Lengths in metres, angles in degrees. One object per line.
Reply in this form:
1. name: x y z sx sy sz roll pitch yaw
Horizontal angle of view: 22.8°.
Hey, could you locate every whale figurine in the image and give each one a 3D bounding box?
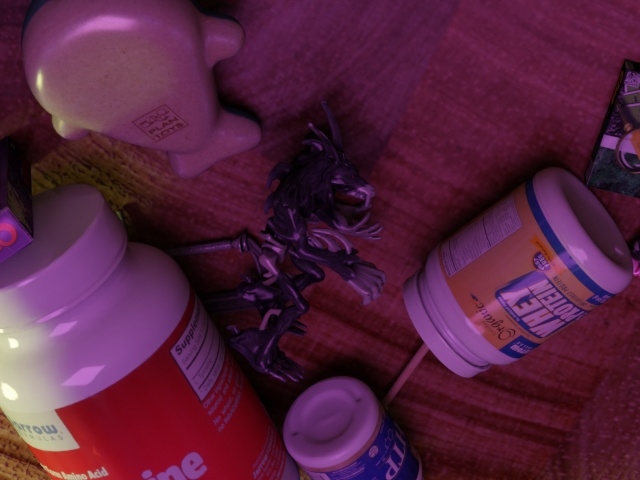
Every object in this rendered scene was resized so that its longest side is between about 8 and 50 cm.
1. whale figurine: -0.167 -0.170 1.528 0.216 0.141 0.272 -28 139 19

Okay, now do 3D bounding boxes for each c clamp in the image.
1. c clamp: -0.128 0.026 1.683 0.160 0.022 0.137 -3 120 7

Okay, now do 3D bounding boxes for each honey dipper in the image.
1. honey dipper: 0.100 0.137 1.728 0.030 0.030 0.161 26 120 -11

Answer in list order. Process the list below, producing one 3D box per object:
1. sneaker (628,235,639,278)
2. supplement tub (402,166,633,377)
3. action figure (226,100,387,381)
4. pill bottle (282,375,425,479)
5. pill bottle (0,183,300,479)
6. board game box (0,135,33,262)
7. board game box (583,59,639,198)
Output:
1. sneaker: 0.370 0.029 1.639 0.119 0.047 0.057 30 107 -14
2. supplement tub: 0.197 0.035 1.593 0.199 0.144 0.144 -37 111 23
3. action figure: 0.000 0.000 1.582 0.140 0.164 0.276 19 125 -4
4. pill bottle: 0.047 0.242 1.734 0.112 0.112 0.187 -21 134 16
5. pill bottle: -0.202 0.152 1.635 0.229 0.229 0.408 -20 120 15
6. board game box: -0.435 0.042 1.562 0.346 0.208 0.056 -34 111 5
7. board game box: 0.406 -0.087 1.574 0.259 0.030 0.136 12 123 -3
